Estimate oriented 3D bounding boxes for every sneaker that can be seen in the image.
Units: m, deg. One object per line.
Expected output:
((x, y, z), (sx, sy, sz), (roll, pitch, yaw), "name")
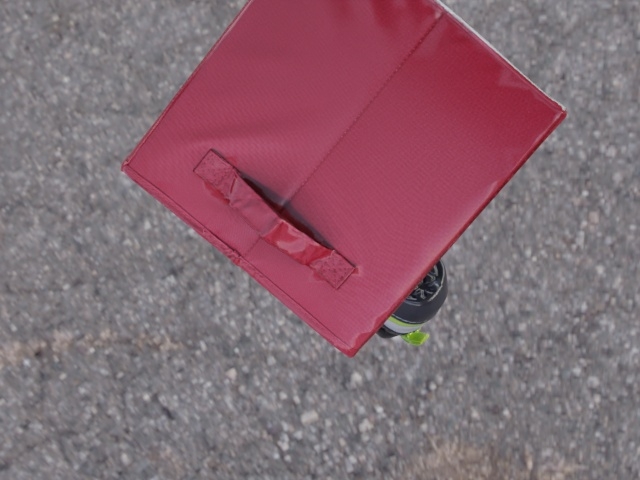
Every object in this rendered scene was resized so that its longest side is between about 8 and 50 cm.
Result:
((0.000, 0.000, 0.865), (0.235, 0.097, 0.084), (46, 58, 10), "sneaker")

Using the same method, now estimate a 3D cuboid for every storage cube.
((0.018, -0.075, 0.684), (0.183, 0.215, 0.193), (40, 104, -3), "storage cube")
